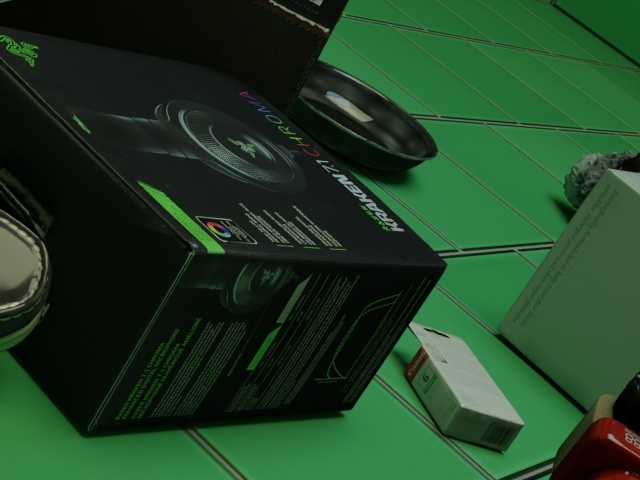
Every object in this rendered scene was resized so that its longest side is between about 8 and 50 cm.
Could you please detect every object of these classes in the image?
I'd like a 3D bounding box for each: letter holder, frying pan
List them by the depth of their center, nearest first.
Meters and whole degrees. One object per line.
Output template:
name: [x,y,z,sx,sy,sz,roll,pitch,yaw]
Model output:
letter holder: [-0.156,-0.171,1.251,0.302,0.214,0.152,28,31,-3]
frying pan: [-0.017,-0.141,1.612,0.326,0.053,0.197,12,27,-42]

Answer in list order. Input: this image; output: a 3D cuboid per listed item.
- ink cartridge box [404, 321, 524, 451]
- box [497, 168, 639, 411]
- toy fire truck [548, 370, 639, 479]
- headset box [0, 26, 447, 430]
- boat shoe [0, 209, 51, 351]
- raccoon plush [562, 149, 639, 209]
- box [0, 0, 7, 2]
ink cartridge box: [0.099,0.107,1.210,0.063,0.029,0.115,20,21,-32]
box: [0.285,0.062,1.379,0.182,0.181,0.119,43,21,28]
toy fire truck: [0.255,0.212,1.041,0.217,0.158,0.246,33,30,1]
headset box: [-0.105,-0.010,1.019,0.246,0.131,0.283,43,22,30]
boat shoe: [-0.262,-0.017,0.798,0.285,0.092,0.102,21,56,-21]
raccoon plush: [0.316,0.009,1.691,0.299,0.216,0.446,2,3,-32]
box: [-0.318,-0.213,1.044,0.243,0.117,0.213,4,14,14]
